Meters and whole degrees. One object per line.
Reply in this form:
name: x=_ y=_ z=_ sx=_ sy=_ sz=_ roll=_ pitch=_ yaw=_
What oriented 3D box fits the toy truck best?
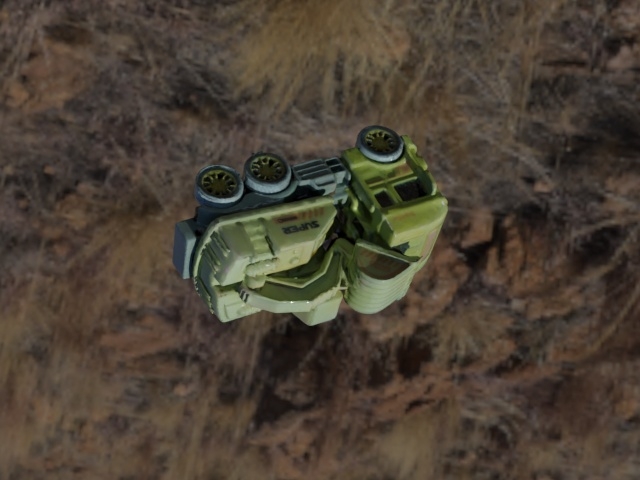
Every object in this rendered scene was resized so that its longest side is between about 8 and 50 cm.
toy truck: x=0.000 y=0.000 z=0.715 sx=0.191 sy=0.116 sz=0.085 roll=-16 pitch=146 yaw=-26
